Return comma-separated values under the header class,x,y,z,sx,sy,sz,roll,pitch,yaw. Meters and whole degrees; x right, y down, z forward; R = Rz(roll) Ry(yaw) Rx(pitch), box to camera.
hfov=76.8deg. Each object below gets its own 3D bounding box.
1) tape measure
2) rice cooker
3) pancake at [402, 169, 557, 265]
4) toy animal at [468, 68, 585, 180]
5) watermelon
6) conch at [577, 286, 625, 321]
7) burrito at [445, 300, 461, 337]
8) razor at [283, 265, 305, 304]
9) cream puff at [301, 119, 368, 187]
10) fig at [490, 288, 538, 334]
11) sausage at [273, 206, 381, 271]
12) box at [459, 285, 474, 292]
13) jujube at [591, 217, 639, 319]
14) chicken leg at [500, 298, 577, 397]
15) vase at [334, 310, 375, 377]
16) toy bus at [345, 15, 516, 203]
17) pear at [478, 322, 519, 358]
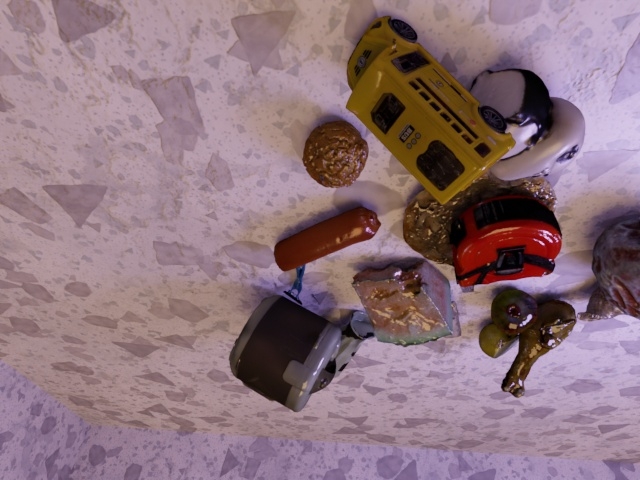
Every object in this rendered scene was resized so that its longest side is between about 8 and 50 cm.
class,x,y,z,sx,sy,sz,roll,pitch,yaw
tape measure,0.433,0.008,0.971,0.254,0.113,0.260,-10,141,18
rice cooker,-0.101,0.382,1.360,0.326,0.335,0.335,26,139,9
pancake,0.403,-0.059,1.038,0.383,0.071,0.382,2,143,2
toy animal,0.398,-0.213,0.792,0.235,0.165,0.187,26,150,-23
watermelon,0.271,0.177,1.290,0.265,0.151,0.301,-15,118,25
conch,0.897,0.202,1.238,0.207,0.130,0.155,-37,129,15
burrito,0.450,0.275,1.426,0.087,0.060,0.225,-12,137,11
razor,-0.072,0.111,1.306,0.082,0.042,0.253,32,140,18
cream puff,0.033,-0.183,0.901,0.150,0.115,0.165,-8,138,20
fig,0.642,0.248,1.346,0.150,0.149,0.245,-13,158,20
sausage,0.000,-0.001,1.121,0.349,0.097,0.094,-23,174,26
box,0.429,0.109,1.199,0.041,0.049,0.207,-10,156,21
jujube,0.826,0.078,1.024,0.215,0.246,0.308,-39,111,17
chicken leg,0.727,0.344,1.372,0.140,0.212,0.360,36,122,27
vase,0.074,0.410,1.560,0.165,0.165,0.360,21,132,-18
toy bus,0.163,-0.231,0.708,0.331,0.151,0.145,48,142,8
pear,0.637,0.354,1.465,0.141,0.104,0.141,-23,144,-18
